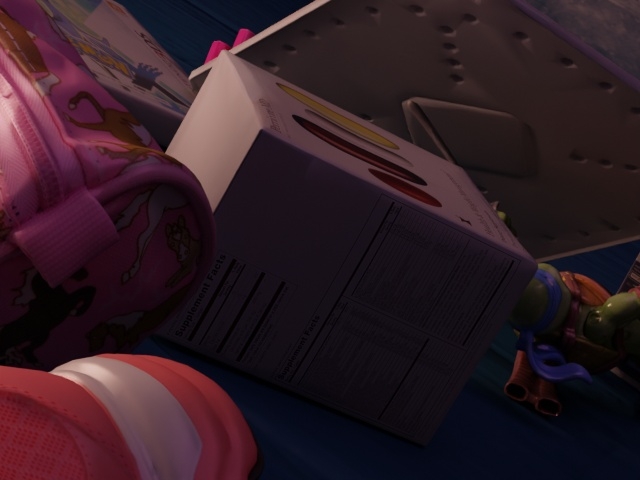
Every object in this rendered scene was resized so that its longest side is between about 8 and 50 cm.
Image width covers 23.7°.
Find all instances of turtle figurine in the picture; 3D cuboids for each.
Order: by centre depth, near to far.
[{"bbox_3d":[0.233,0.013,1.256,0.266,0.198,0.274,34,39,-55],"label":"turtle figurine"}]

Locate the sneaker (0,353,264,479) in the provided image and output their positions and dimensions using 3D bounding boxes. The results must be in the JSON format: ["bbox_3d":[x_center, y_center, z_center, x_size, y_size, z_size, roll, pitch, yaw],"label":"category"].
[{"bbox_3d":[-0.069,0.159,0.325,0.136,0.116,0.313,13,44,-37],"label":"sneaker"}]

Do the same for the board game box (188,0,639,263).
[{"bbox_3d":[0.135,-0.108,1.324,0.390,0.050,0.390,29,-23,-24],"label":"board game box"}]

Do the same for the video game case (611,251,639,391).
[{"bbox_3d":[0.357,0.079,1.353,0.201,0.183,0.023,37,23,29],"label":"video game case"}]

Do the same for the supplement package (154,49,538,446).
[{"bbox_3d":[0.000,0.000,1.020,0.203,0.149,0.194,25,15,-20],"label":"supplement package"}]

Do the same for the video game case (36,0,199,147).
[{"bbox_3d":[-0.239,-0.189,1.360,0.329,0.036,0.300,20,20,-46],"label":"video game case"}]

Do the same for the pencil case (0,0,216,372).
[{"bbox_3d":[-0.204,-0.094,0.799,0.386,0.160,0.167,52,19,27],"label":"pencil case"}]
